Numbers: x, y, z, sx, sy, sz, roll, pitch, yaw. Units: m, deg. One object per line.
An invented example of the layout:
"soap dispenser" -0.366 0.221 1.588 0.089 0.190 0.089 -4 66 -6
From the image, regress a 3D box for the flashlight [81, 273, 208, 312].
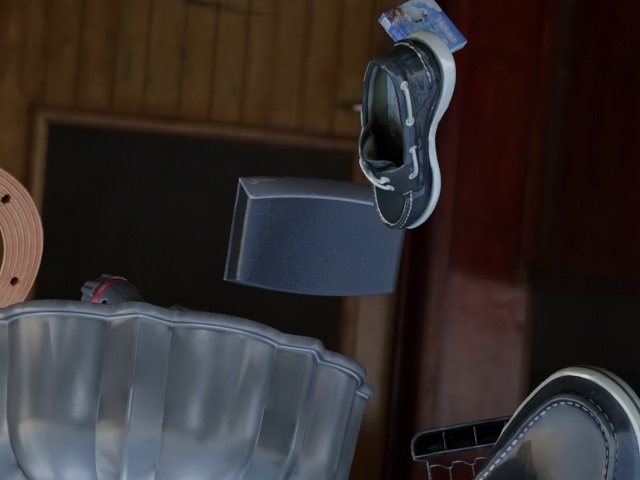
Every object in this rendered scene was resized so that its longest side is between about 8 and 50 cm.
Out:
"flashlight" -0.284 0.124 2.371 0.103 0.103 0.304 16 176 -39

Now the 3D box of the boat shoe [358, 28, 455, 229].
"boat shoe" 0.088 -0.121 1.759 0.091 0.302 0.114 -29 -130 -29

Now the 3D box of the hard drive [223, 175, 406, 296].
"hard drive" 0.000 0.000 2.048 0.254 0.172 0.054 5 -164 -17

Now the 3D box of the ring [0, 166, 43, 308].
"ring" -0.541 0.029 1.977 0.336 0.336 0.032 5 -155 -39

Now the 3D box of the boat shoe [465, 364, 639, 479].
"boat shoe" 0.188 0.357 1.521 0.187 0.500 0.156 38 -159 27

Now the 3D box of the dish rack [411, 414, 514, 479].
"dish rack" 0.266 0.424 2.273 0.208 0.271 0.074 -11 162 9

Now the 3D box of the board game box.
"board game box" 0.139 -0.283 1.945 0.090 0.090 0.020 -31 168 -36

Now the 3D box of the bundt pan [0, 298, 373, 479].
"bundt pan" -0.129 0.151 1.052 0.331 0.124 0.331 4 161 1
